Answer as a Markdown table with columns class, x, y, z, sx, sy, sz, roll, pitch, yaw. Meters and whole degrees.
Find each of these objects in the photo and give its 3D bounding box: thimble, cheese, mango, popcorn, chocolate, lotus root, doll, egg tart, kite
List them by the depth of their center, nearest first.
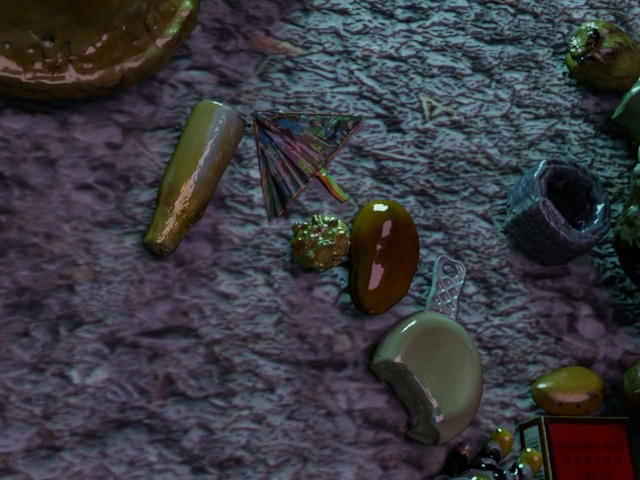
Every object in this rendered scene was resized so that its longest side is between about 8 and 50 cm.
| class | x | y | z | sx | sy | sz | roll | pitch | yaw |
| --- | --- | --- | --- | --- | --- | --- | --- | --- | --- |
| doll | 0.170 | 0.364 | 1.422 | 0.145 | 0.103 | 0.316 | 49 | 53 | 5 |
| egg tart | -0.355 | -0.393 | 1.437 | 0.443 | 0.178 | 0.443 | 8 | 66 | -19 |
| chocolate | -0.173 | -0.078 | 1.459 | 0.085 | 0.085 | 0.219 | 30 | 64 | -11 |
| popcorn | 0.000 | 0.000 | 1.503 | 0.082 | 0.057 | 0.083 | -13 | 55 | 12 |
| cheese | 0.171 | 0.148 | 1.524 | 0.163 | 0.071 | 0.249 | 41 | 58 | -4 |
| mango | 0.082 | 0.025 | 1.529 | 0.105 | 0.084 | 0.159 | 19 | 83 | -34 |
| kite | -0.020 | -0.128 | 1.580 | 0.183 | 0.014 | 0.241 | 47 | 58 | -2 |
| mango | 0.350 | 0.214 | 1.581 | 0.114 | 0.057 | 0.079 | 0 | 44 | -18 |
| thimble | 0.352 | -0.042 | 1.666 | 0.150 | 0.098 | 0.150 | 10 | 66 | -22 |
| lotus root | 0.486 | -0.288 | 1.833 | 0.190 | 0.094 | 0.108 | 24 | 83 | -23 |

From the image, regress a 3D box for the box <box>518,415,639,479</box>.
| class | x | y | z | sx | sy | sz | roll | pitch | yaw |
| --- | --- | --- | --- | --- | --- | --- | --- | --- | --- |
| box | 0.363 | 0.363 | 1.525 | 0.153 | 0.074 | 0.240 | 7 | 68 | -27 |

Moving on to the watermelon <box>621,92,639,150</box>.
| class | x | y | z | sx | sy | sz | roll | pitch | yaw |
| --- | --- | --- | --- | --- | --- | --- | --- | --- | --- |
| watermelon | 0.591 | -0.190 | 1.814 | 0.301 | 0.129 | 0.123 | 8 | 69 | -28 |

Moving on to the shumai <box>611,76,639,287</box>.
| class | x | y | z | sx | sy | sz | roll | pitch | yaw |
| --- | --- | --- | --- | --- | --- | --- | --- | --- | --- |
| shumai | 0.552 | -0.114 | 1.581 | 0.348 | 0.395 | 0.395 | 53 | 55 | -28 |

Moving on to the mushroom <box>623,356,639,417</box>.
| class | x | y | z | sx | sy | sz | roll | pitch | yaw |
| --- | --- | --- | --- | --- | --- | --- | --- | --- | --- |
| mushroom | 0.517 | 0.256 | 1.565 | 0.231 | 0.138 | 0.194 | 56 | 34 | -18 |
